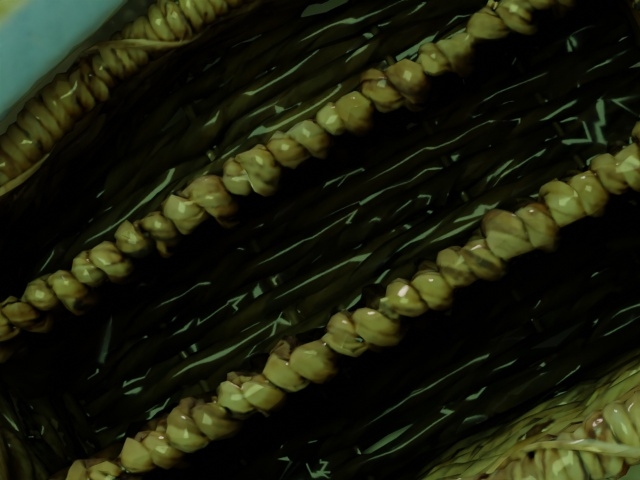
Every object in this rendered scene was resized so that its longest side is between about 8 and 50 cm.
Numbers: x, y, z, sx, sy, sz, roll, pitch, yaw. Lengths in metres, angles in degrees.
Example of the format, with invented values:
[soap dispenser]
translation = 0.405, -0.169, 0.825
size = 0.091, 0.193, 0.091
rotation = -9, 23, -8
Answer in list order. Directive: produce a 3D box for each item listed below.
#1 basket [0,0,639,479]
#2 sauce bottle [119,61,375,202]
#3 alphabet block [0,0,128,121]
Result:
[basket]
translation = 0.000, 0.000, 0.606
size = 0.299, 0.223, 0.213
rotation = -30, 87, 9
[sauce bottle]
translation = -0.026, -0.042, 0.742
size = 0.128, 0.042, 0.042
rotation = -29, 72, 6
[alphabet block]
translation = -0.197, -0.110, 0.666
size = 0.192, 0.197, 0.193
rotation = -44, 102, -12
